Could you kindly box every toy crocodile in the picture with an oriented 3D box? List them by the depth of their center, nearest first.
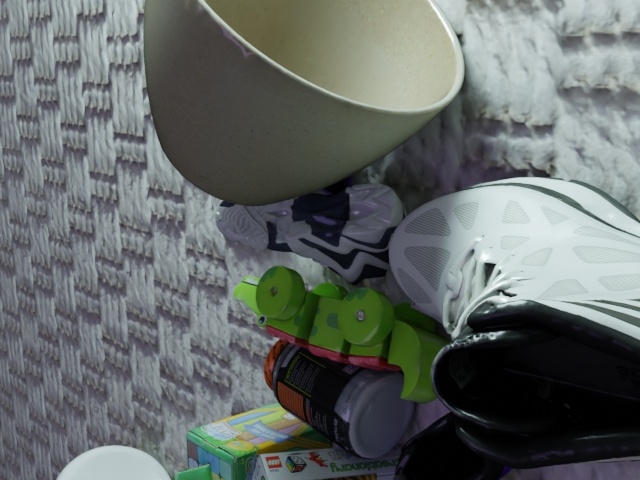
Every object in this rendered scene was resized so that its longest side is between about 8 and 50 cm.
[{"bbox_3d":[0.020,0.104,1.057,0.340,0.115,0.105,13,84,42],"label":"toy crocodile"}]

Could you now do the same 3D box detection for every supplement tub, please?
[{"bbox_3d":[0.018,0.190,1.123,0.190,0.117,0.117,23,117,48],"label":"supplement tub"},{"bbox_3d":[-0.433,0.572,1.706,0.241,0.241,0.331,59,138,24],"label":"supplement tub"}]

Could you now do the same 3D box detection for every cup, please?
[{"bbox_3d":[-0.053,-0.173,0.923,0.237,0.331,0.331,-51,59,39],"label":"cup"}]

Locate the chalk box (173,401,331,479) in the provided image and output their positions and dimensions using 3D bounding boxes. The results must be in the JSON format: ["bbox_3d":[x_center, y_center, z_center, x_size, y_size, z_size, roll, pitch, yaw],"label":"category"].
[{"bbox_3d":[-0.103,0.330,1.237,0.132,0.213,0.132,11,108,51],"label":"chalk box"}]

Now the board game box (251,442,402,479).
[{"bbox_3d":[-0.017,0.393,1.157,0.053,0.193,0.305,-118,36,-48],"label":"board game box"}]

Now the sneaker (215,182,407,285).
[{"bbox_3d":[0.000,0.000,1.059,0.235,0.153,0.094,-5,57,19],"label":"sneaker"}]

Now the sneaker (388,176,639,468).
[{"bbox_3d":[0.149,0.042,0.697,0.447,0.257,0.169,18,107,53],"label":"sneaker"}]

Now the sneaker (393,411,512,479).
[{"bbox_3d":[0.129,0.259,0.974,0.102,0.146,0.293,56,137,27],"label":"sneaker"}]

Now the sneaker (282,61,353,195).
[{"bbox_3d":[-0.002,-0.138,1.093,0.104,0.095,0.236,8,110,44],"label":"sneaker"}]

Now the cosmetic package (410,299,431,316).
[{"bbox_3d":[0.197,0.059,0.903,0.239,0.060,0.099,23,118,48],"label":"cosmetic package"}]
